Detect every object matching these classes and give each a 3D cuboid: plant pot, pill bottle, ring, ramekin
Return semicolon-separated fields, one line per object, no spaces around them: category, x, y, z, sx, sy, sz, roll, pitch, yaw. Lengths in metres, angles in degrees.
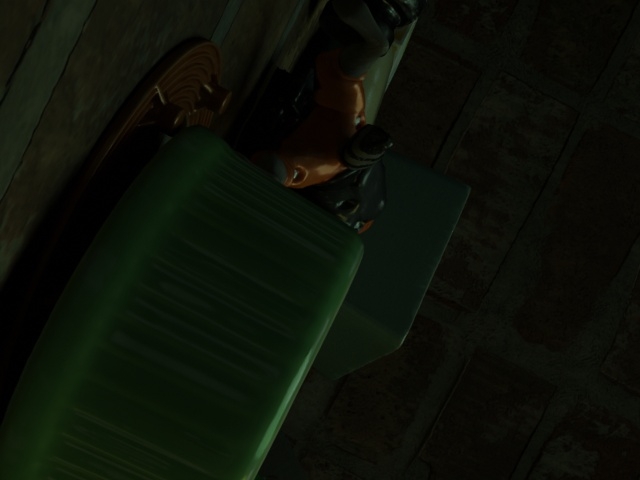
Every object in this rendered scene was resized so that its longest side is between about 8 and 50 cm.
plant pot;0.000;0.000;1.304;0.248;0.252;0.247;-63;-170;-25
pill bottle;0.087;-0.342;1.217;0.219;0.123;0.123;-63;179;-9
ring;-0.148;0.003;0.762;0.337;0.032;0.336;-63;178;-4
ramekin;-0.090;0.085;0.709;0.303;0.148;0.303;-63;179;-2

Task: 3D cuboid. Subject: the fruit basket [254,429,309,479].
fruit basket;-0.154;0.405;1.344;0.327;0.165;0.353;-35;-166;-7

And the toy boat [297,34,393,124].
toy boat;0.000;-0.164;1.456;0.267;0.148;0.318;-70;177;-52

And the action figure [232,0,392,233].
action figure;-0.011;-0.043;1.018;0.330;0.178;0.341;65;48;-72

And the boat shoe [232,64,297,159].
boat shoe;-0.066;-0.133;1.134;0.133;0.042;0.049;-62;180;4

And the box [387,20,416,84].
box;0.077;-0.314;1.596;0.203;0.114;0.103;112;4;-63
